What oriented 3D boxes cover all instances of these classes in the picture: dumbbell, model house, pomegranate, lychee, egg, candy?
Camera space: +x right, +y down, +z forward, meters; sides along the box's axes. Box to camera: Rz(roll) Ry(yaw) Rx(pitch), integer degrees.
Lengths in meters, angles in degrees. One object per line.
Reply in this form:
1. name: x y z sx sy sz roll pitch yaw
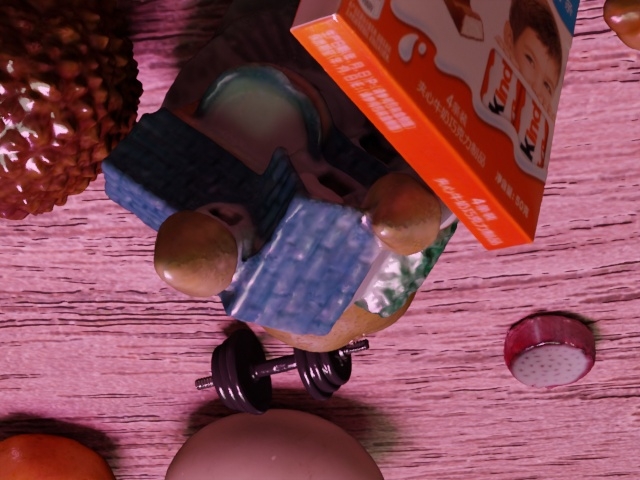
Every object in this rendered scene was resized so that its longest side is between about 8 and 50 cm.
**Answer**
1. dumbbell: -0.044 0.137 1.558 0.208 0.099 0.099 -15 137 19
2. model house: -0.036 -0.046 1.086 0.267 0.325 0.194 36 112 7
3. pomegranate: -0.342 0.336 1.733 0.209 0.209 0.209 1 140 1
4. lychee: -0.257 -0.126 1.161 0.271 0.271 0.271 1 140 1
5. egg: -0.053 0.308 1.671 0.269 0.219 0.219 14 141 9
6. candy: 0.255 0.125 1.572 0.103 0.043 0.103 1 140 1

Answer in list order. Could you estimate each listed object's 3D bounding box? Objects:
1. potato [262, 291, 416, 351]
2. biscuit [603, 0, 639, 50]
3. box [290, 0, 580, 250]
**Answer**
1. potato: 0.000 0.000 1.353 0.174 0.159 0.251 -25 127 -11
2. biscuit: 0.363 -0.191 1.188 0.207 0.047 0.164 -23 133 27
3. box: 0.100 -0.174 1.054 0.048 0.265 0.273 -11 141 37
